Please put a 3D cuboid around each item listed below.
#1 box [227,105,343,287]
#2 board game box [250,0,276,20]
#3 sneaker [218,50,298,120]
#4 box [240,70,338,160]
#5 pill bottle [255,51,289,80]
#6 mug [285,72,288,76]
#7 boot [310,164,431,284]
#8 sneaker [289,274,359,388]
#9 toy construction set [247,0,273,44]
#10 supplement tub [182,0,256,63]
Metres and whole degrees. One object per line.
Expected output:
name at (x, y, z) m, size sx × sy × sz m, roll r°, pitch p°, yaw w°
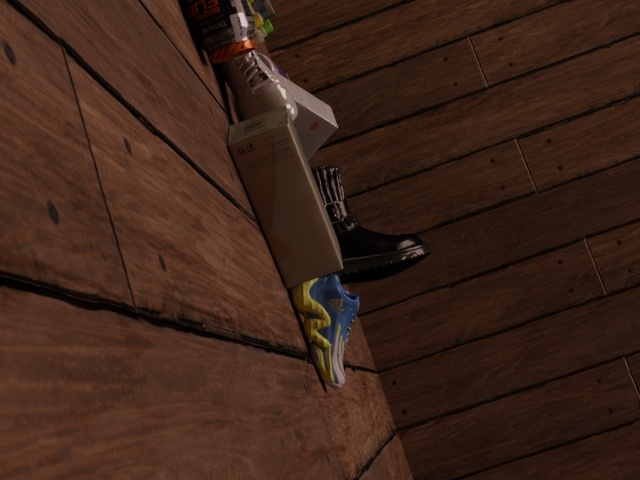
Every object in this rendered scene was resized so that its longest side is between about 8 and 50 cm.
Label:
box at (-0.065, -0.083, 1.698) m, size 0.148 × 0.121 × 0.311 m, roll -99°, pitch 169°, yaw -68°
board game box at (-0.198, -0.608, 2.301) m, size 0.201 × 0.136 × 0.035 m, roll 33°, pitch 37°, yaw -82°
sneaker at (-0.155, -0.348, 1.773) m, size 0.292 × 0.108 × 0.169 m, roll 50°, pitch -9°, yaw 43°
box at (-0.071, -0.269, 1.964) m, size 0.170 × 0.130 × 0.091 m, roll 28°, pitch 28°, yaw -31°
pill bottle at (-0.132, -0.365, 2.064) m, size 0.193 × 0.108 × 0.108 m, roll 11°, pitch 59°, yaw -76°
mug at (-0.134, -0.349, 2.378) m, size 0.113 × 0.150 × 0.169 m, roll 2°, pitch -68°, yaw 55°
boot at (0.067, -0.043, 1.966) m, size 0.131 × 0.348 × 0.260 m, roll -40°, pitch -119°, yaw 58°
sneaker at (0.032, 0.175, 1.748) m, size 0.091 × 0.126 × 0.240 m, roll -95°, pitch 164°, yaw -74°
toy construction set at (-0.207, -0.564, 2.008) m, size 0.215 × 0.151 × 0.327 m, roll 48°, pitch 29°, yaw -64°
supplement tub at (-0.195, -0.438, 1.663) m, size 0.117 × 0.117 × 0.190 m, roll -80°, pitch 150°, yaw -82°
